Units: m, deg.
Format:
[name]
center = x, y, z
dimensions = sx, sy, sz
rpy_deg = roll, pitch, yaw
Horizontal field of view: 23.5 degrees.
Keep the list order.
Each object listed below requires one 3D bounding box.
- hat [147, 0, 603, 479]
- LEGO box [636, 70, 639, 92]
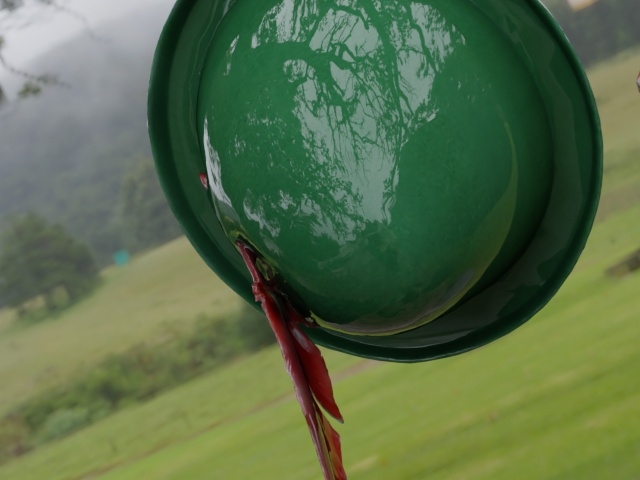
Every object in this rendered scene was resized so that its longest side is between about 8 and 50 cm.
[hat]
center = 0.000, 0.000, 0.508
dimensions = 0.173, 0.208, 0.183
rpy_deg = -51, -2, 27
[LEGO box]
center = 0.359, -0.153, 0.443
dimensions = 0.500, 0.372, 0.193
rpy_deg = 3, 23, -48
